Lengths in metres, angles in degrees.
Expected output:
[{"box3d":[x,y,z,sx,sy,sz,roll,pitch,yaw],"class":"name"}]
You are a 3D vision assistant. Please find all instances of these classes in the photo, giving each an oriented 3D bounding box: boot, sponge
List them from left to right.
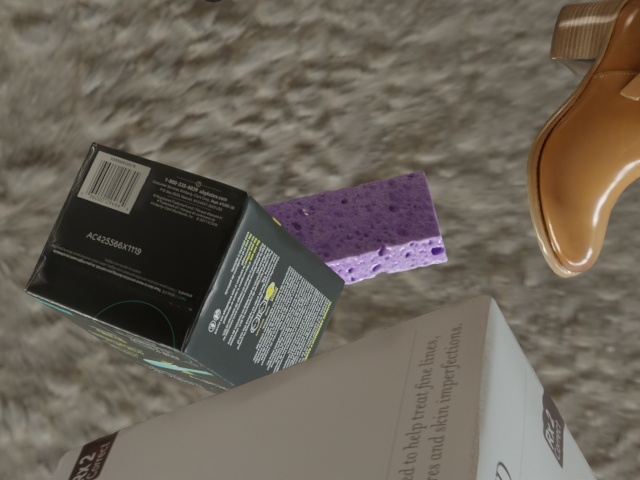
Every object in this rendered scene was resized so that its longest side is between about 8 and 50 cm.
[{"box3d":[0.000,0.000,1.581,0.210,0.117,0.031,-14,123,2],"class":"sponge"},{"box3d":[0.221,-0.067,1.193,0.073,0.152,0.197,0,95,-53],"class":"boot"}]

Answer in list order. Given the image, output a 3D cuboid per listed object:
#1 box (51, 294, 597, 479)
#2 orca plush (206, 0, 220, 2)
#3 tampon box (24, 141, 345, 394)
[{"box3d":[-0.006,0.136,0.563,0.182,0.181,0.119,-22,114,22],"class":"box"},{"box3d":[-0.037,-0.157,0.771,0.102,0.287,0.151,-53,131,-11],"class":"orca plush"},{"box3d":[-0.079,0.028,1.105,0.120,0.161,0.101,18,78,26],"class":"tampon box"}]
